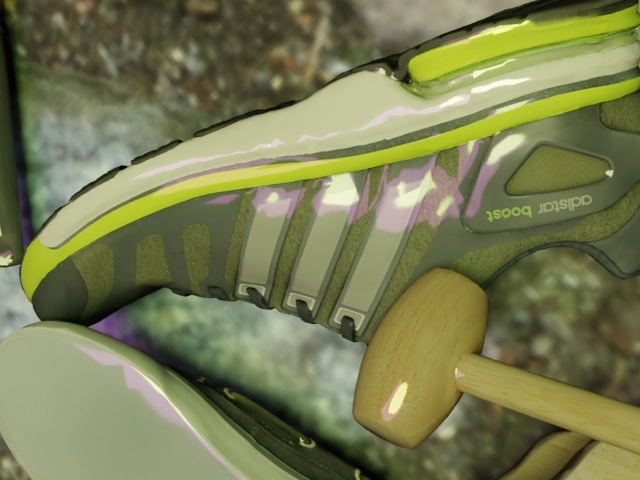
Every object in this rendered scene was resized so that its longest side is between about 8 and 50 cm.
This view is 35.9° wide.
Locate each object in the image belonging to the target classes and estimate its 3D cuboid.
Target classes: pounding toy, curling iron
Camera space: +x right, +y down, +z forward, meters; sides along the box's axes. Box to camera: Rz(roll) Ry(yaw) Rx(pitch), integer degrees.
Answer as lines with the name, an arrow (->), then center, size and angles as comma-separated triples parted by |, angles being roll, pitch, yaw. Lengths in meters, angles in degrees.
pounding toy -> 0.099, 0.145, 0.321 | 0.270, 0.155, 0.154 | 38, 78, 4
curling iron -> -0.192, -0.119, 0.513 | 0.068, 0.035, 0.273 | -18, 87, 26

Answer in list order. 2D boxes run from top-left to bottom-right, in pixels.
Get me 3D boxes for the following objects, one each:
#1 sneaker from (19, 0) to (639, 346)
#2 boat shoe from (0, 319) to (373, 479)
sneaker -> 0.000, 0.000, 0.414 | 0.300, 0.111, 0.121 | -19, 97, 27
boat shoe -> -0.038, 0.104, 0.442 | 0.229, 0.076, 0.080 | 28, 104, 5
